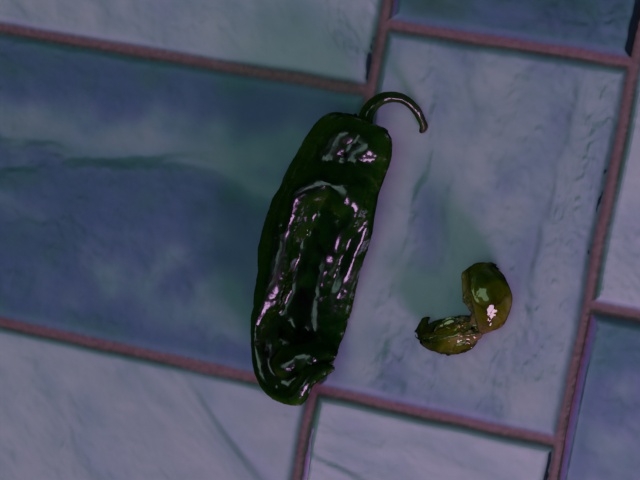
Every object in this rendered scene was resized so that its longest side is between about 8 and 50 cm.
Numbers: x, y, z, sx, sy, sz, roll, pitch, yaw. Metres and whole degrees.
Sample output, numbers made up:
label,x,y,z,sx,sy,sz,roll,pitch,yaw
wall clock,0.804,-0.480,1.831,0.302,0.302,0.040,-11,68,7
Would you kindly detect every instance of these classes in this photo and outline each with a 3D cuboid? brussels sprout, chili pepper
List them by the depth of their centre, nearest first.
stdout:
label,x,y,z,sx,sy,sz,roll,pitch,yaw
brussels sprout,0.115,0.057,1.325,0.051,0.046,0.083,43,109,9
chili pepper,0.002,0.001,1.345,0.100,0.074,0.257,17,97,13
